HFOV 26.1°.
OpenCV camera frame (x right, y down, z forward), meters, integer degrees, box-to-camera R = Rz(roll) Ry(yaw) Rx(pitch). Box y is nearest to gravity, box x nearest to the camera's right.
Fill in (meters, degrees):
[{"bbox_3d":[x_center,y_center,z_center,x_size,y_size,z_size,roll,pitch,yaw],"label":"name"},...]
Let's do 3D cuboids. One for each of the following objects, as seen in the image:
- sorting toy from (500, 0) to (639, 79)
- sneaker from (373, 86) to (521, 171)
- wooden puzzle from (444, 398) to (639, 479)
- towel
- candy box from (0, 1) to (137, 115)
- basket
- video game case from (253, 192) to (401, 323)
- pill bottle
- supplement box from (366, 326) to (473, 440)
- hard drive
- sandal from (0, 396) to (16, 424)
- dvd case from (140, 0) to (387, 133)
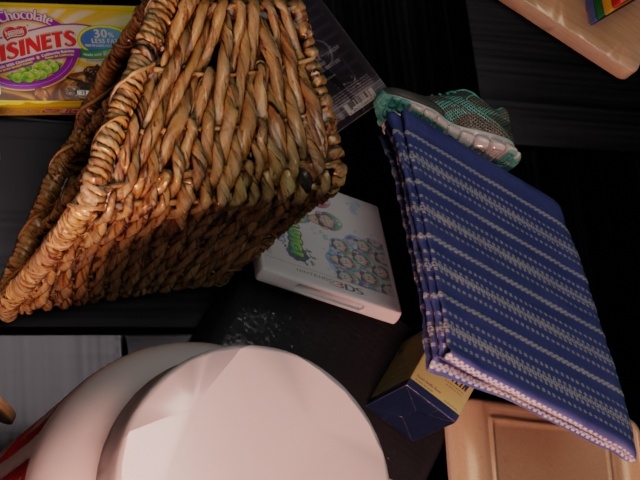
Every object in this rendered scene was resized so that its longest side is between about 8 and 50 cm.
[{"bbox_3d":[0.297,-0.357,1.540,0.257,0.089,0.255,30,63,-13],"label":"sorting toy"},{"bbox_3d":[0.128,-0.125,1.407,0.166,0.065,0.076,21,52,-22],"label":"sneaker"},{"bbox_3d":[0.216,0.267,1.297,0.239,0.044,0.221,9,68,-34],"label":"wooden puzzle"},{"bbox_3d":[0.167,0.035,1.279,0.243,0.040,0.336,27,35,-28],"label":"towel"},{"bbox_3d":[-0.253,-0.166,1.258,0.206,0.027,0.105,-3,72,-25],"label":"candy box"},{"bbox_3d":[-0.151,-0.082,1.119,0.223,0.299,0.213,-8,76,-27],"label":"basket"},{"bbox_3d":[0.000,0.000,1.274,0.143,0.019,0.157,19,35,-22],"label":"video game case"},{"bbox_3d":[-0.115,0.203,0.975,0.229,0.408,0.229,8,70,-22],"label":"pill bottle"},{"bbox_3d":[0.097,0.122,1.223,0.056,0.083,0.083,38,60,-8],"label":"supplement box"},{"bbox_3d":[0.012,0.122,1.264,0.255,0.054,0.172,36,62,-9],"label":"hard drive"},{"bbox_3d":[-0.330,0.051,1.115,0.240,0.088,0.079,33,65,-5],"label":"sandal"},{"bbox_3d":[-0.053,-0.192,1.364,0.164,0.018,0.221,-37,90,-29],"label":"dvd case"}]
